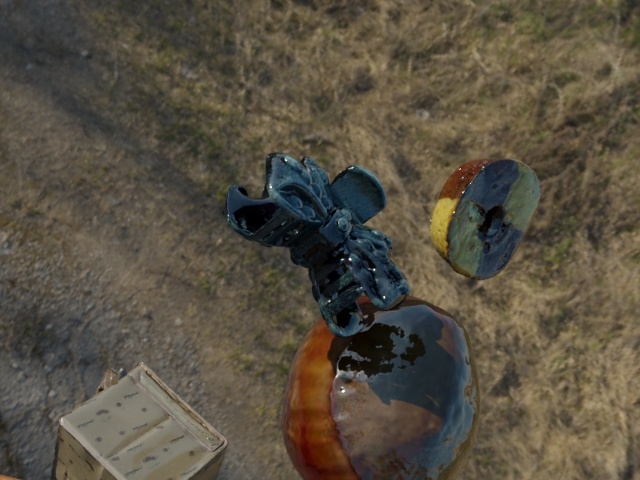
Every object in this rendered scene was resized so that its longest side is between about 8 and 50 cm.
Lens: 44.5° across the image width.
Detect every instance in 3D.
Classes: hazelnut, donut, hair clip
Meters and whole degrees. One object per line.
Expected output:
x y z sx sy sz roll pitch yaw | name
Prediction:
0.100 0.300 1.435 0.352 0.421 0.421 4 57 -30 | hazelnut
0.235 -0.038 1.147 0.166 0.184 0.073 10 12 -37 | donut
-0.001 -0.005 1.224 0.310 0.194 0.206 48 31 -12 | hair clip

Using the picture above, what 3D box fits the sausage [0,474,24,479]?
-0.313 0.236 0.711 0.053 0.348 0.053 3 86 -55 | sausage

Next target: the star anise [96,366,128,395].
-0.408 0.425 1.711 0.117 0.332 0.332 -22 73 -18 | star anise

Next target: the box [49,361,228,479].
-0.318 0.409 1.330 0.225 0.297 0.190 36 41 19 | box
